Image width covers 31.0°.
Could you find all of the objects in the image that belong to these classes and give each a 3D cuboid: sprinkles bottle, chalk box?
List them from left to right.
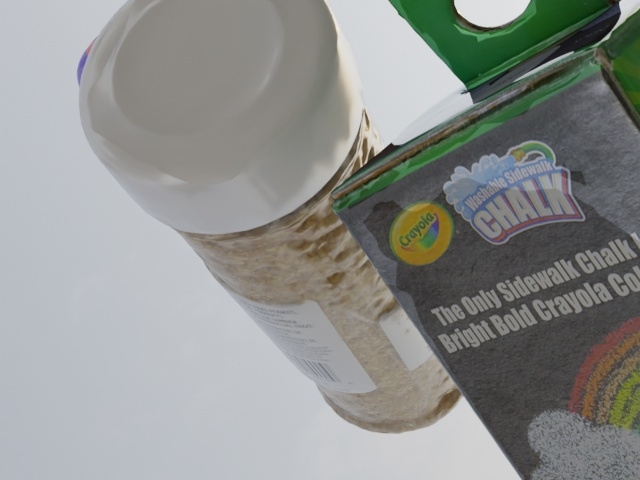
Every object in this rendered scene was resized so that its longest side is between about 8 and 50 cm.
[{"bbox_3d":[0.000,0.000,0.638,0.355,0.121,0.121,56,-148,-58],"label":"sprinkles bottle"},{"bbox_3d":[0.107,-0.018,0.395,0.132,0.132,0.213,-39,-81,-39],"label":"chalk box"}]

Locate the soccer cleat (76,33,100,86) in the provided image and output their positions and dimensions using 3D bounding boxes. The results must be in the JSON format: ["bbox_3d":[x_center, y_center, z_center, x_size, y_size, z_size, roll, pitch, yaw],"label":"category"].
[{"bbox_3d":[-0.148,-0.159,1.110,0.116,0.318,0.108,-36,-60,-42],"label":"soccer cleat"}]
